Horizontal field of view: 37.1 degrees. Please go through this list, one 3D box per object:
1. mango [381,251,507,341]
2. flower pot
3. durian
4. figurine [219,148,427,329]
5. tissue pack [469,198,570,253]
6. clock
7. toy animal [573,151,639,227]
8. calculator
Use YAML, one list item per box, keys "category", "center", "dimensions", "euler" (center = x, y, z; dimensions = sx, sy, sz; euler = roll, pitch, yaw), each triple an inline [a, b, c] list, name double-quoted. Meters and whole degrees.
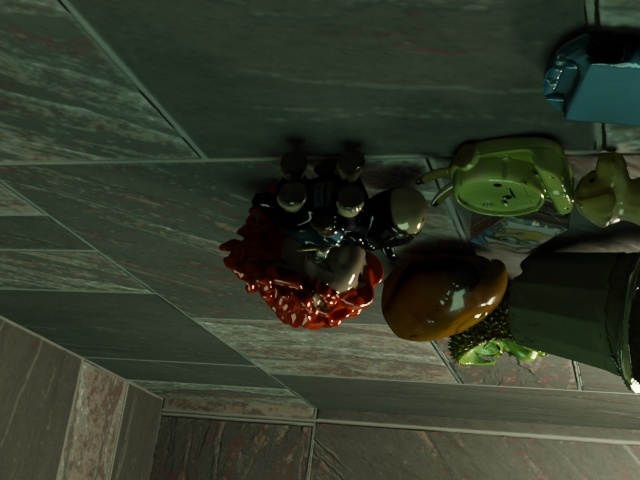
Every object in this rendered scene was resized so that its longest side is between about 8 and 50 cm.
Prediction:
- category: "mango"
  center: [0.236, 0.109, 1.936]
  dimensions: [0.201, 0.152, 0.287]
  euler: [45, 139, -6]
- category: "flower pot"
  center: [0.502, 0.121, 1.763]
  dimensions: [0.259, 0.290, 0.290]
  euler: [9, 165, 38]
- category: "durian"
  center: [0.385, 0.186, 2.057]
  dimensions: [0.200, 0.176, 0.237]
  euler: [24, 150, -18]
- category: "figurine"
  center: [0.009, -0.005, 1.639]
  dimensions: [0.306, 0.241, 0.412]
  euler: [1, 149, -29]
- category: "tissue pack"
  center: [0.343, -0.030, 1.646]
  dimensions: [0.115, 0.065, 0.155]
  euler: [14, 158, -14]
- category: "clock"
  center: [0.273, -0.092, 1.494]
  dimensions: [0.232, 0.069, 0.170]
  euler: [-3, 157, 26]
- category: "toy animal"
  center: [0.507, -0.066, 1.431]
  dimensions: [0.233, 0.121, 0.169]
  euler: [5, 178, -21]
- category: "calculator"
  center: [0.427, -0.196, 1.190]
  dimensions: [0.293, 0.051, 0.173]
  euler: [6, 159, 3]
